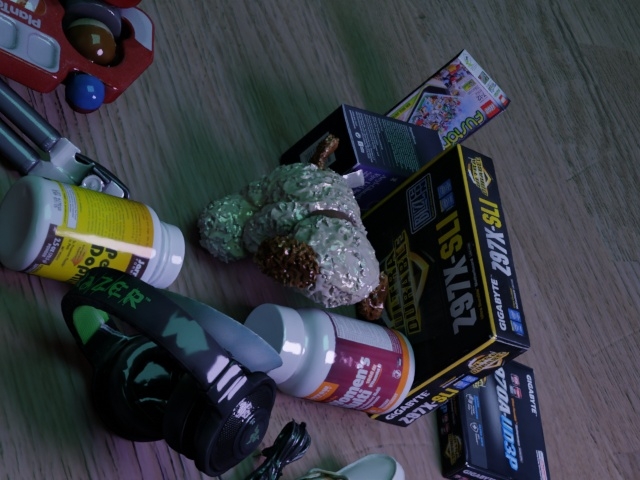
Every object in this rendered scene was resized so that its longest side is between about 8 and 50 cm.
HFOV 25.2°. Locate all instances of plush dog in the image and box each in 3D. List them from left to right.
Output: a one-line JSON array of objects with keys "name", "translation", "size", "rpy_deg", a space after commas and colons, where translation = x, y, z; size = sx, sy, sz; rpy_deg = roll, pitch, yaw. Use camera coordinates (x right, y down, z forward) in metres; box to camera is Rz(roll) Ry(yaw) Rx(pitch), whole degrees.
[{"name": "plush dog", "translation": [0.000, 0.000, 1.904], "size": [0.262, 0.210, 0.225], "rpy_deg": [18, 30, -37]}]

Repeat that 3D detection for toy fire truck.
[{"name": "toy fire truck", "translation": [-0.349, -0.279, 1.822], "size": [0.302, 0.169, 0.253], "rpy_deg": [27, 42, -31]}]

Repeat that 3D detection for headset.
[{"name": "headset", "translation": [-0.138, 0.167, 1.656], "size": [0.185, 0.243, 0.394], "rpy_deg": [-48, 130, -26]}]

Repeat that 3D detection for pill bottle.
[{"name": "pill bottle", "translation": [-0.275, -0.001, 1.733], "size": [0.215, 0.117, 0.117], "rpy_deg": [15, 51, -37]}, {"name": "pill bottle", "translation": [0.008, 0.155, 1.893], "size": [0.221, 0.121, 0.121], "rpy_deg": [17, 50, -36]}]

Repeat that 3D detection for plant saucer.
[{"name": "plant saucer", "translation": [-0.140, 0.122, 1.744], "size": [0.195, 0.195, 0.037], "rpy_deg": [34, 70, -21]}]

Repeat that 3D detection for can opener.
[{"name": "can opener", "translation": [-0.362, -0.122, 1.795], "size": [0.280, 0.074, 0.093], "rpy_deg": [43, 4, -14]}]

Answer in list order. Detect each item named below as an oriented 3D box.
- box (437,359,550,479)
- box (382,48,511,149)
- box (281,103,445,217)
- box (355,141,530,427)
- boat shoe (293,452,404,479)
[{"name": "box", "translation": [0.251, 0.266, 2.107], "size": [0.175, 0.051, 0.220], "rpy_deg": [24, 46, -31]}, {"name": "box", "translation": [0.192, -0.202, 2.287], "size": [0.114, 0.207, 0.036], "rpy_deg": [47, 38, -7]}, {"name": "box", "translation": [0.071, -0.102, 2.133], "size": [0.207, 0.153, 0.108], "rpy_deg": [11, 54, -39]}, {"name": "box", "translation": [0.156, 0.063, 2.005], "size": [0.079, 0.257, 0.322], "rpy_deg": [20, 49, -34]}, {"name": "boat shoe", "translation": [0.014, 0.333, 1.745], "size": [0.302, 0.113, 0.103], "rpy_deg": [-39, 126, -52]}]
